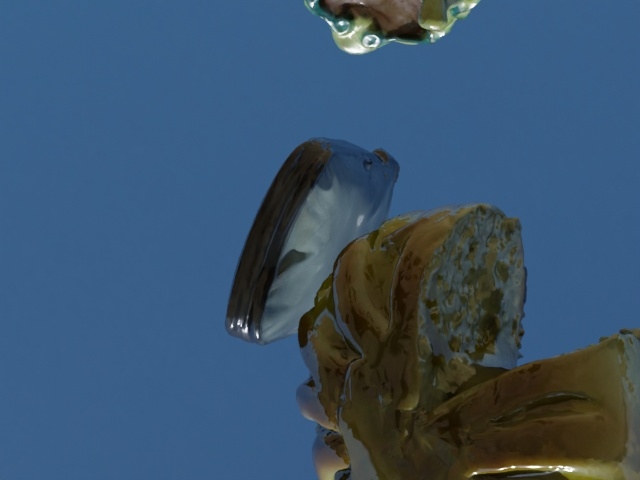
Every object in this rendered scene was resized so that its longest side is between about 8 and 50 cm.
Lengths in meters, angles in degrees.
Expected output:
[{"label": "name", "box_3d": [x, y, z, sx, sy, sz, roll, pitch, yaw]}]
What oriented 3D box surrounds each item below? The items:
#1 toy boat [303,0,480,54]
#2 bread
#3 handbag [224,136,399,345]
[{"label": "toy boat", "box_3d": [0.056, -0.165, 1.125, 0.108, 0.293, 0.099, 18, -90, -8]}, {"label": "bread", "box_3d": [0.106, 0.144, 1.450, 0.333, 0.160, 0.333, 4, -83, 36]}, {"label": "handbag", "box_3d": [0.001, 0.000, 1.708, 0.075, 0.332, 0.191, 22, -84, 15]}]
